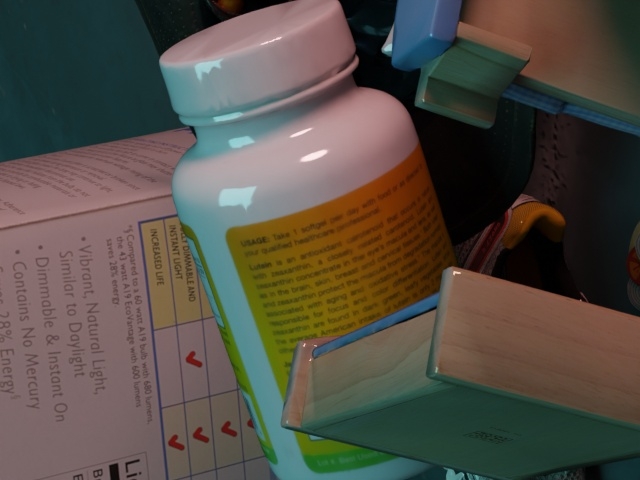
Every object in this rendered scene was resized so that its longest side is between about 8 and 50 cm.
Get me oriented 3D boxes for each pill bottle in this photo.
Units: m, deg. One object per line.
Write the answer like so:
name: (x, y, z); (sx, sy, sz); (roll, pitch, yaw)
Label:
pill bottle: (0.000, 0.000, 0.987); (0.136, 0.136, 0.245); (11, 124, 58)

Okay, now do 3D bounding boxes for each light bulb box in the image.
light bulb box: (-0.168, 0.124, 1.301); (0.225, 0.361, 0.357); (20, 118, 57)

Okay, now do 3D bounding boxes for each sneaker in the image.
sneaker: (0.118, 0.081, 1.072); (0.093, 0.088, 0.225); (-9, 94, 59)

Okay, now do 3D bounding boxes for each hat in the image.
hat: (0.034, -0.147, 1.063); (0.331, 0.134, 0.331); (30, 138, 31)

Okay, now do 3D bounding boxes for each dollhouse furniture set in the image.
dollhouse furniture set: (0.146, -0.040, 0.889); (0.198, 0.286, 0.303); (151, 132, -67)

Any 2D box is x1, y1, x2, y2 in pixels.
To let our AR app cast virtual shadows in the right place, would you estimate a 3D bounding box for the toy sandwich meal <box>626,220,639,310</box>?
toy sandwich meal: (0.189, 0.021, 0.986); (0.085, 0.029, 0.085); (29, 125, 52)
